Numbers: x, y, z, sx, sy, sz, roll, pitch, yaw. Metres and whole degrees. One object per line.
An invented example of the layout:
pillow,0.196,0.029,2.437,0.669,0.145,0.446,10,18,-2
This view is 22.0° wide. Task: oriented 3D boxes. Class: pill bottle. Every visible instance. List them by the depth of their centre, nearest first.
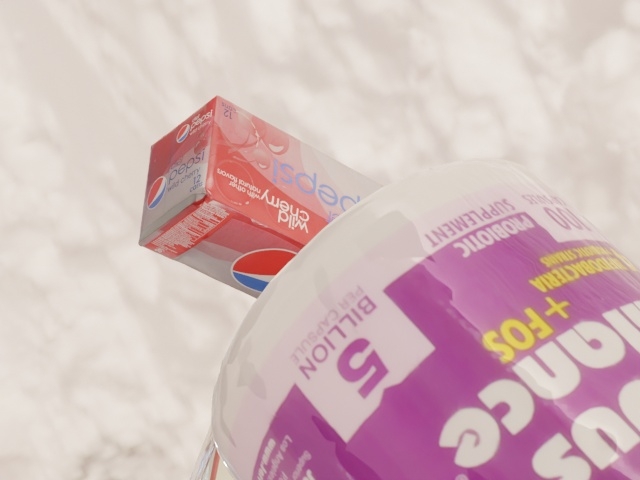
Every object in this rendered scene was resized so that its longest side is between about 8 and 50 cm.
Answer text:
pill bottle,0.109,0.122,0.570,0.301,0.169,0.169,46,155,29

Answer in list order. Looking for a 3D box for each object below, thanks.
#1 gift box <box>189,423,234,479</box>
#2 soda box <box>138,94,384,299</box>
gift box,0.005,0.260,1.356,0.276,0.255,0.258,-92,19,-57
soda box,0.000,0.000,1.200,0.083,0.263,0.092,-32,43,41
